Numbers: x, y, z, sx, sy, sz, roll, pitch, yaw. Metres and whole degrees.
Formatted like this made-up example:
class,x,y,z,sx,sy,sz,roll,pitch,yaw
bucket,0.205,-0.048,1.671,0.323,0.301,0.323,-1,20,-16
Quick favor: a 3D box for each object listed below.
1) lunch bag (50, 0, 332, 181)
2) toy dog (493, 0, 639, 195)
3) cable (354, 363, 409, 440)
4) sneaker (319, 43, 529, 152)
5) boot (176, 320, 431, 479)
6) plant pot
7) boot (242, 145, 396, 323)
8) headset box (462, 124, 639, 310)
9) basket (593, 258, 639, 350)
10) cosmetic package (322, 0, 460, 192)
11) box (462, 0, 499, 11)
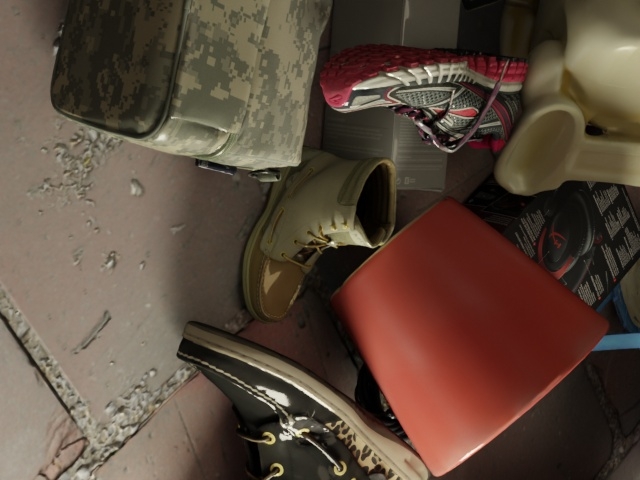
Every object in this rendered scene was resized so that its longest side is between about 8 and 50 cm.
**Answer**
class,x,y,z,sx,sy,sz,roll,pitch,yaw
lunch bag,-0.100,-0.221,1.390,0.256,0.212,0.305,9,96,-44
toy dog,0.345,-0.296,1.687,0.395,0.284,0.408,86,3,-50
cable,0.112,0.184,1.772,0.184,0.047,0.151,-24,119,-38
sneaker,0.122,-0.151,1.487,0.299,0.121,0.112,-3,104,-44
boot,-0.068,0.288,1.575,0.377,0.138,0.284,39,78,-34
plant pot,0.160,0.099,1.623,0.275,0.275,0.243,-38,82,-29
boot,0.000,0.000,1.551,0.077,0.165,0.213,22,83,-40
headset box,0.288,0.015,1.837,0.293,0.110,0.218,-46,124,-24
basket,0.510,0.070,1.954,0.289,0.254,0.201,-48,125,-45
cosmetic package,0.081,-0.182,1.611,0.107,0.127,0.238,1,100,-42
box,0.161,-0.404,1.618,0.175,0.051,0.220,-80,151,-56
